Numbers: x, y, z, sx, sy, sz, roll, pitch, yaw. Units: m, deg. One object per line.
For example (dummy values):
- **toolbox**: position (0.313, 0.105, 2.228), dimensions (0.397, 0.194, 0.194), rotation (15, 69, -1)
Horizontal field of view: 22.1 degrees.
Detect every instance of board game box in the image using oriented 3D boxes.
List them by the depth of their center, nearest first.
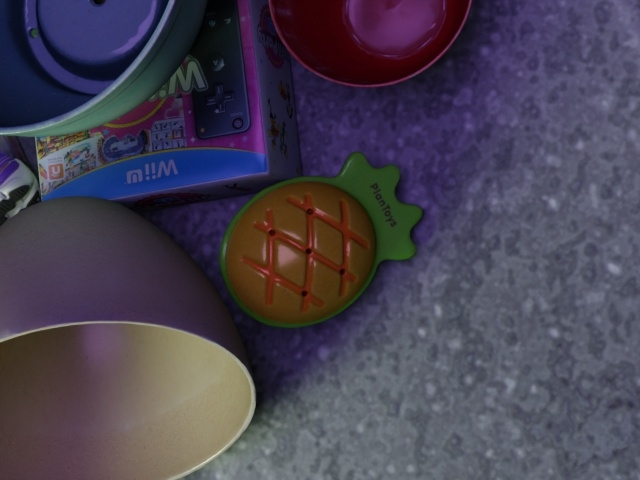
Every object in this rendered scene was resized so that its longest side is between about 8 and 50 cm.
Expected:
- **board game box**: position (-0.149, -0.184, 1.495), dimensions (0.224, 0.097, 0.303), rotation (-9, 83, 16)

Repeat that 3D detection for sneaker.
- **sneaker**: position (-0.341, -0.013, 1.562), dimensions (0.170, 0.068, 0.071), rotation (-44, 60, 0)

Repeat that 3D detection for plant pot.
- **plant pot**: position (-0.213, -0.218, 1.365), dimensions (0.293, 0.196, 0.293), rotation (-2, 84, 17)
- **plant pot**: position (-0.210, 0.075, 1.421), dimensions (0.284, 0.284, 0.191), rotation (-22, 52, 13)

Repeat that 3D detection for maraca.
- **maraca**: position (0.000, 0.000, 1.436), dimensions (0.186, 0.099, 0.127), rotation (-30, 97, -8)

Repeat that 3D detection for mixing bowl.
- **mixing bowl**: position (0.055, -0.215, 1.436), dimensions (0.181, 0.098, 0.181), rotation (-1, 85, 16)
